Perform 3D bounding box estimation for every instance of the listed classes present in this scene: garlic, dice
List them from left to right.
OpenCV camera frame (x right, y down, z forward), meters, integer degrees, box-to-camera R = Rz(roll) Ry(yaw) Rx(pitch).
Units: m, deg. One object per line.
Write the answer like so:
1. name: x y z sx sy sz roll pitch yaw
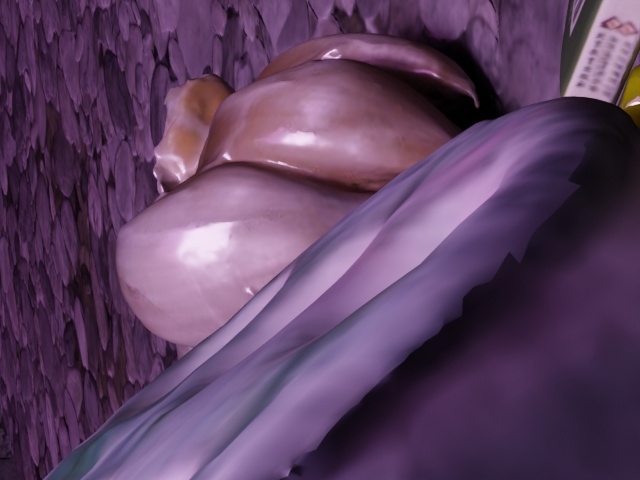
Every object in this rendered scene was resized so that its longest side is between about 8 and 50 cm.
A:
1. garlic: 0.000 0.000 0.997 0.210 0.237 0.292 50 166 -28
2. dice: 0.049 0.182 0.522 0.348 0.330 0.328 54 159 -4

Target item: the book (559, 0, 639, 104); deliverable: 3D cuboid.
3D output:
1. book: 0.143 -0.202 0.600 0.264 0.027 0.202 106 -179 -47

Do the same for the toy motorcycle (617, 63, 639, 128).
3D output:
1. toy motorcycle: 0.188 -0.091 0.494 0.342 0.142 0.206 107 -172 -48
